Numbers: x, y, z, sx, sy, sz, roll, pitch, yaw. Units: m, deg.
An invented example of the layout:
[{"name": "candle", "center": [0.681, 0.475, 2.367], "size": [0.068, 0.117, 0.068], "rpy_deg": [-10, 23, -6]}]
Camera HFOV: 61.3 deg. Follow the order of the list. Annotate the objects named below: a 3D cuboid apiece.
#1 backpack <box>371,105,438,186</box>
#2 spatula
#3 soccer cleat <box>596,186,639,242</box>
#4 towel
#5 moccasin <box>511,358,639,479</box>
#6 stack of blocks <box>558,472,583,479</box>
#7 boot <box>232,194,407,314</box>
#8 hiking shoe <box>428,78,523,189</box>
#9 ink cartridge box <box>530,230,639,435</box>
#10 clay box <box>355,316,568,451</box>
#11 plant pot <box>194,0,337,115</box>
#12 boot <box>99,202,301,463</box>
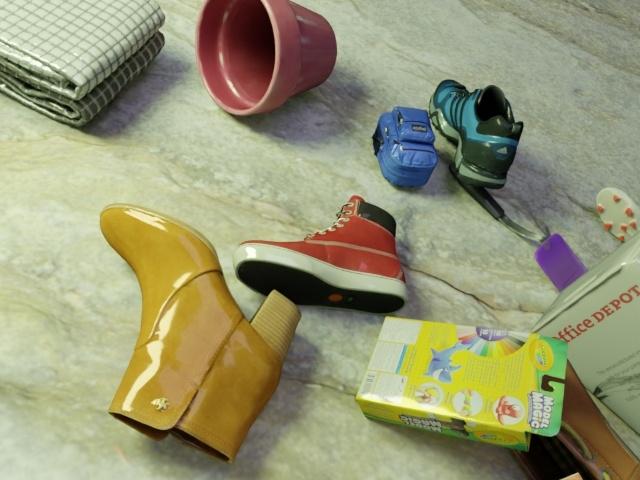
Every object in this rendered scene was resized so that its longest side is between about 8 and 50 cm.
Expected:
[{"name": "backpack", "center": [0.142, -0.155, 0.899], "size": [0.098, 0.101, 0.120], "rpy_deg": [1, 59, -9]}, {"name": "spatula", "center": [0.326, -0.030, 0.911], "size": [0.084, 0.030, 0.296], "rpy_deg": [-36, 72, -30]}, {"name": "soccer cleat", "center": [0.574, -0.019, 0.967], "size": [0.076, 0.068, 0.196], "rpy_deg": [-30, 76, -38]}, {"name": "towel", "center": [-0.416, -0.320, 0.825], "size": [0.284, 0.121, 0.235], "rpy_deg": [26, 55, 1]}, {"name": "moccasin", "center": [0.305, 0.297, 0.606], "size": [0.147, 0.139, 0.380], "rpy_deg": [-11, 60, -23]}, {"name": "stack of blocks", "center": [0.106, 0.322, 0.504], "size": [0.297, 0.171, 0.087], "rpy_deg": [-8, 59, -22]}, {"name": "boot", "center": [0.000, 0.000, 0.754], "size": [0.244, 0.088, 0.176], "rpy_deg": [12, 52, -20]}, {"name": "hiking shoe", "center": [0.281, -0.220, 0.950], "size": [0.113, 0.132, 0.304], "rpy_deg": [8, 41, -16]}, {"name": "ink cartridge box", "center": [0.479, 0.152, 0.711], "size": [0.307, 0.223, 0.129], "rpy_deg": [43, 54, 14]}, {"name": "clay box", "center": [0.168, 0.164, 0.639], "size": [0.222, 0.053, 0.127], "rpy_deg": [4, 46, 28]}, {"name": "plant pot", "center": [-0.077, -0.316, 0.895], "size": [0.180, 0.201, 0.201], "rpy_deg": [-21, 64, -47]}, {"name": "boot", "center": [-0.179, 0.098, 0.612], "size": [0.295, 0.104, 0.211], "rpy_deg": [31, 52, 0]}]
